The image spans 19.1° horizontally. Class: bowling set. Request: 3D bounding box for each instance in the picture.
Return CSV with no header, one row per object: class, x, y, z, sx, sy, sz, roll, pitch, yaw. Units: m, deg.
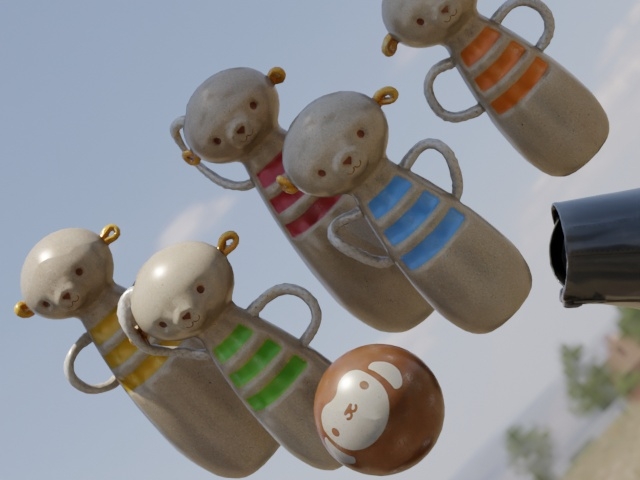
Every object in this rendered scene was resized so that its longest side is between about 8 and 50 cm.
bowling set,0.000,0.000,0.831,0.287,0.154,0.200,-45,14,7

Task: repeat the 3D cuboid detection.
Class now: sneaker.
sneaker,0.183,0.005,1.032,0.118,0.083,0.222,-6,-13,6
